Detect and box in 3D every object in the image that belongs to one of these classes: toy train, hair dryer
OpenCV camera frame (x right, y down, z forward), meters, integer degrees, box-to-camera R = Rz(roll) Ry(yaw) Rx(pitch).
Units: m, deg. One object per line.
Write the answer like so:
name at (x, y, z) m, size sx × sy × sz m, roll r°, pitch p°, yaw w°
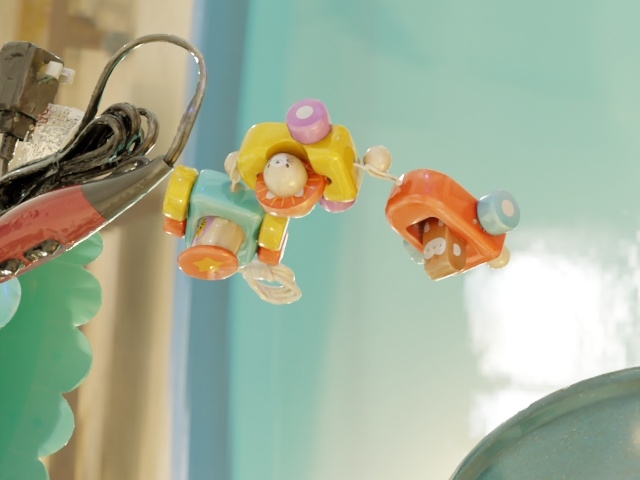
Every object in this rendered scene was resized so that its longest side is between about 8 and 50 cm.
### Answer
toy train at (0.000, 0.000, 0.837) m, size 0.166 × 0.125 × 0.046 m, roll -19°, pitch 40°, yaw 41°
hair dryer at (-0.194, 0.004, 1.024) m, size 0.223 × 0.080 × 0.293 m, roll 10°, pitch 72°, yaw 58°

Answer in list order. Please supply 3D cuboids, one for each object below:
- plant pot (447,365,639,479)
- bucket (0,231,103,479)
plant pot at (0.219, 0.305, 1.067) m, size 0.334 × 0.341 × 0.341 m, roll -78°, pitch 6°, yaw -53°
bucket at (-0.299, 0.084, 1.454) m, size 0.281 × 0.183 × 0.281 m, roll 12°, pitch -90°, yaw -82°
